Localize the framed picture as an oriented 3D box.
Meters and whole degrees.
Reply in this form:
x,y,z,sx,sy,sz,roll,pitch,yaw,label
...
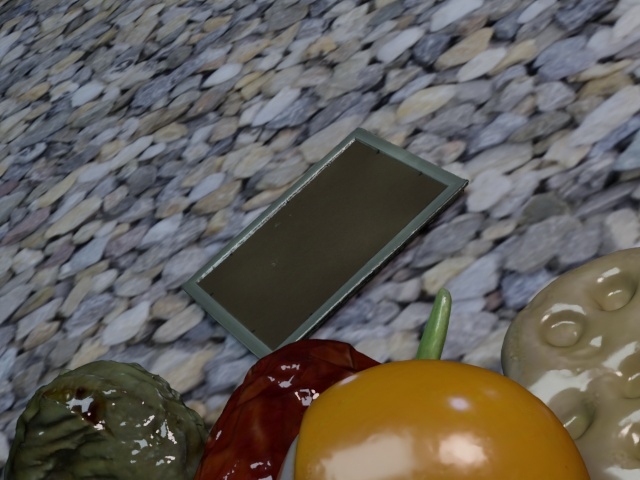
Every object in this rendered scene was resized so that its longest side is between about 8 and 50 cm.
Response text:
x,y,z,sx,sy,sz,roll,pitch,yaw,label
0.000,0.000,1.254,0.274,0.017,0.217,-42,36,-8,framed picture

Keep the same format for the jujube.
x,y,z,sx,sy,sz,roll,pitch,yaw,label
-0.013,0.190,0.914,0.174,0.174,0.250,-9,43,33,jujube

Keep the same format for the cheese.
x,y,z,sx,sy,sz,roll,pitch,yaw,label
0.235,0.108,0.846,0.218,0.117,0.235,-5,48,33,cheese

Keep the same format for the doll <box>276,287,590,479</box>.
x,y,z,sx,sy,sz,roll,pitch,yaw,label
0.071,0.164,0.761,0.213,0.213,0.236,-26,16,14,doll

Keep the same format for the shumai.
x,y,z,sx,sy,sz,roll,pitch,yaw,label
-0.171,0.205,1.047,0.218,0.189,0.256,-74,7,-68,shumai
